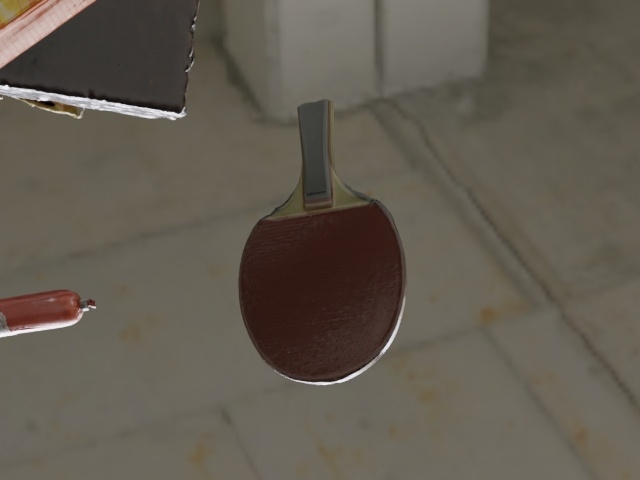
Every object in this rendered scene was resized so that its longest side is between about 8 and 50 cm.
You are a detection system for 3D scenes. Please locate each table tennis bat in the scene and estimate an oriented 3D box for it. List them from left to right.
[{"bbox_3d":[0.000,0.000,1.335,0.130,0.019,0.220,-9,-110,17],"label":"table tennis bat"}]

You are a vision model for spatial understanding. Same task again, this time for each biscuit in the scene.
[{"bbox_3d":[-0.280,-0.173,1.386,0.388,0.107,0.073,8,179,-18],"label":"biscuit"}]

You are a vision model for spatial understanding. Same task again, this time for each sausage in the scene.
[{"bbox_3d":[-0.298,0.069,1.447,0.253,0.034,0.034,-10,-144,16],"label":"sausage"}]

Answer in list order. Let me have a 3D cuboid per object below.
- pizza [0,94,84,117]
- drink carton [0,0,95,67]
[{"bbox_3d":[-0.341,-0.195,1.641,0.305,0.161,0.085,32,-111,-21],"label":"pizza"},{"bbox_3d":[-0.220,-0.152,1.097,0.223,0.071,0.096,-35,-97,-4],"label":"drink carton"}]
